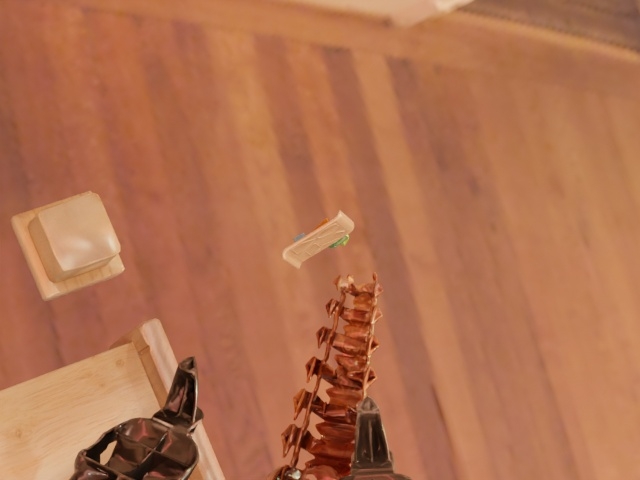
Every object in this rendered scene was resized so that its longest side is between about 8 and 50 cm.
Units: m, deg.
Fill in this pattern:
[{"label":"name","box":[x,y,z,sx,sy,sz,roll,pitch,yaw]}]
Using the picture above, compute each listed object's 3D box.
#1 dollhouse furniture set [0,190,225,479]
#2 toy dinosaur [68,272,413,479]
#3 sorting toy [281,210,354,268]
[{"label":"dollhouse furniture set","box":[-0.202,0.196,0.814,0.303,0.174,0.355,-19,82,-27]},{"label":"toy dinosaur","box":[-0.031,0.160,0.677,0.218,0.164,0.322,79,2,-59]},{"label":"sorting toy","box":[0.000,0.000,1.368,0.012,0.062,0.083,55,5,15]}]
